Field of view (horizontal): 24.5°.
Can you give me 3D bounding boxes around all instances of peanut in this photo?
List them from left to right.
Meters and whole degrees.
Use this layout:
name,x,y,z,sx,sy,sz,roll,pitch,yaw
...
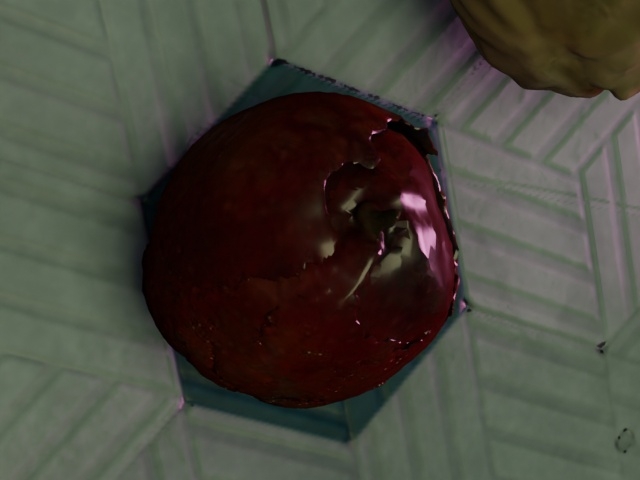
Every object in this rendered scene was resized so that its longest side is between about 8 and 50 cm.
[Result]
name,x,y,z,sx,sy,sz,roll,pitch,yaw
peanut,0.114,-0.223,0.698,0.149,0.149,0.313,-4,100,-26

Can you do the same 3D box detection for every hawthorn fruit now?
name,x,y,z,sx,sy,sz,roll,pitch,yaw
hawthorn fruit,0.000,0.000,0.654,0.148,0.172,0.148,4,75,-16
